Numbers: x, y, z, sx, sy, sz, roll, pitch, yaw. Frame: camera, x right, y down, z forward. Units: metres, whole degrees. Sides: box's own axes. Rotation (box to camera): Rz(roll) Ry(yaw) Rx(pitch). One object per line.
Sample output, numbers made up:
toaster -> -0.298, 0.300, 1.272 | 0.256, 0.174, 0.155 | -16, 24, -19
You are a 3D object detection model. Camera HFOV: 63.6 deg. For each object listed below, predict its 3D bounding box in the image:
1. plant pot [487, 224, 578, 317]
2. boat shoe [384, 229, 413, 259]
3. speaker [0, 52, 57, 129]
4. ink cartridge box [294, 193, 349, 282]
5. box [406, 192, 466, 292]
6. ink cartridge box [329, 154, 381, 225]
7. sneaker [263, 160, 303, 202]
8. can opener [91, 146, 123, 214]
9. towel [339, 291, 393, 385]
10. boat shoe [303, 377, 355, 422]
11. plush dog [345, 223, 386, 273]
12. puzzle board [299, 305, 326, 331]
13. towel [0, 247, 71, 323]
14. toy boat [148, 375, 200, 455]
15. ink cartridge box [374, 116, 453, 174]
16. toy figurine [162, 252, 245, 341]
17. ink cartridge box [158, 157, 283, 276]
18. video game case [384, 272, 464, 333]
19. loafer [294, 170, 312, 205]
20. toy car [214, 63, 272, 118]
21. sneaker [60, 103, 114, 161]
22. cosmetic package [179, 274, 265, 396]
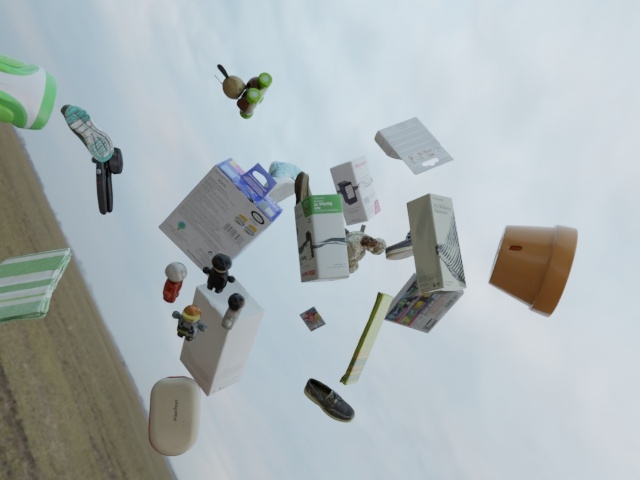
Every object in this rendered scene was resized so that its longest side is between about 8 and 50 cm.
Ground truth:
plant pot -> 0.657, 0.074, 1.629 | 0.203, 0.291, 0.291 | 16, -44, 16
boat shoe -> 0.348, -0.005, 1.837 | 0.103, 0.284, 0.093 | 115, -45, -69
speaker -> -0.630, -0.290, 0.892 | 0.131, 0.296, 0.131 | -14, -110, 43
ink cartridge box -> 0.000, 0.000, 1.304 | 0.153, 0.086, 0.209 | 156, -71, -69
box -> 0.332, 0.012, 1.482 | 0.094, 0.113, 0.276 | -22, -110, 49
ink cartridge box -> 0.140, -0.199, 2.026 | 0.100, 0.172, 0.238 | -12, -78, 27
sneaker -> -0.176, -0.251, 2.124 | 0.150, 0.366, 0.135 | 43, -71, 5
can opener -> -0.575, -0.160, 1.377 | 0.073, 0.059, 0.186 | 15, -77, 20
towel -> 0.115, 0.240, 1.265 | 0.021, 0.238, 0.102 | 23, -1, 23
boat shoe -> 0.022, 0.407, 1.317 | 0.152, 0.056, 0.049 | 26, -45, 20
plush dog -> 0.159, 0.029, 2.412 | 0.211, 0.262, 0.225 | 56, 9, 0
puzzle board -> -0.037, 0.356, 2.327 | 0.096, 0.011, 0.128 | 56, -42, 2
towel -> -0.931, 0.143, 1.601 | 0.325, 0.247, 0.038 | -104, -174, -55
toy boat -> -0.452, 0.545, 1.603 | 0.151, 0.150, 0.231 | 124, -34, -63
ink cartridge box -> 0.322, -0.317, 1.787 | 0.225, 0.180, 0.056 | 56, -25, 22
toy figurine -> -0.322, 0.153, 1.435 | 0.210, 0.212, 0.148 | 61, -37, 31
ink cartridge box -> -0.322, -0.093, 1.786 | 0.270, 0.151, 0.395 | 46, -66, -6
video game case -> 0.313, 0.198, 1.599 | 0.201, 0.183, 0.023 | -57, -156, 32
loafer -> -0.044, -0.126, 1.462 | 0.056, 0.050, 0.148 | -131, -140, -54
toy car -> -0.288, -0.550, 1.827 | 0.188, 0.149, 0.155 | 33, -20, -11
sneaker -> -0.563, -0.264, 1.245 | 0.076, 0.065, 0.167 | 32, -25, 35
cosmetic package -> -0.340, 0.323, 1.741 | 0.197, 0.155, 0.366 | 44, -51, 27
